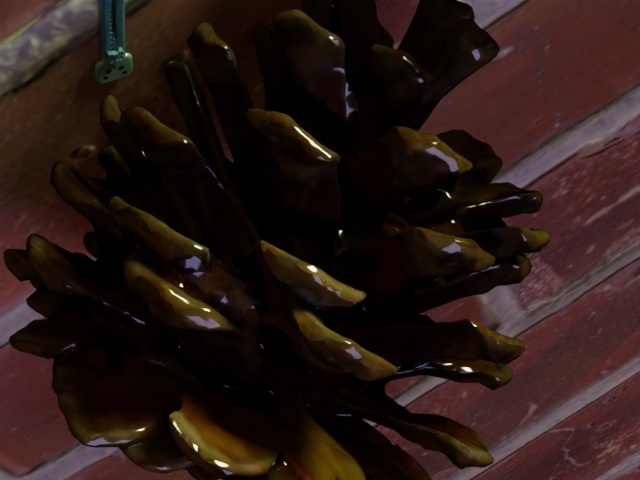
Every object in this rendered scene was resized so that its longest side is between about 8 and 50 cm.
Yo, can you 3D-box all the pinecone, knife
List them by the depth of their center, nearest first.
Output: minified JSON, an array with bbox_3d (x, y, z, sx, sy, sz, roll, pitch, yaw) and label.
[{"bbox_3d":[-0.134,-0.135,1.203,0.027,0.010,0.096,-20,148,-18],"label":"knife"},{"bbox_3d":[0.000,0.000,1.210,0.384,0.384,0.384,-22,149,-14],"label":"pinecone"}]
